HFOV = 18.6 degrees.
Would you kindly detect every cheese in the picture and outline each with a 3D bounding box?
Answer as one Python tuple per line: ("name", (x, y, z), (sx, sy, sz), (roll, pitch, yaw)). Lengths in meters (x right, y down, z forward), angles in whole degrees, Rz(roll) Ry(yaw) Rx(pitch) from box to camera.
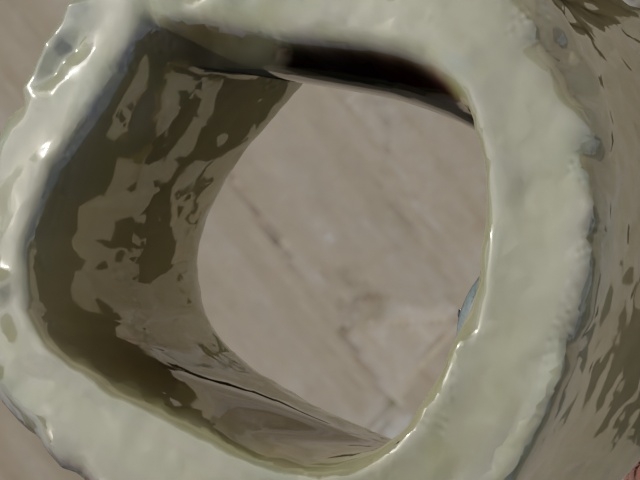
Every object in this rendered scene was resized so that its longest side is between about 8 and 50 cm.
("cheese", (0.002, -0.002, 0.908), (0.332, 0.292, 0.153), (14, -175, 30))

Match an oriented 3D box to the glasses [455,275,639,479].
("glasses", (0.184, 0.102, 1.191), (0.118, 0.268, 0.234), (18, 111, 36))
